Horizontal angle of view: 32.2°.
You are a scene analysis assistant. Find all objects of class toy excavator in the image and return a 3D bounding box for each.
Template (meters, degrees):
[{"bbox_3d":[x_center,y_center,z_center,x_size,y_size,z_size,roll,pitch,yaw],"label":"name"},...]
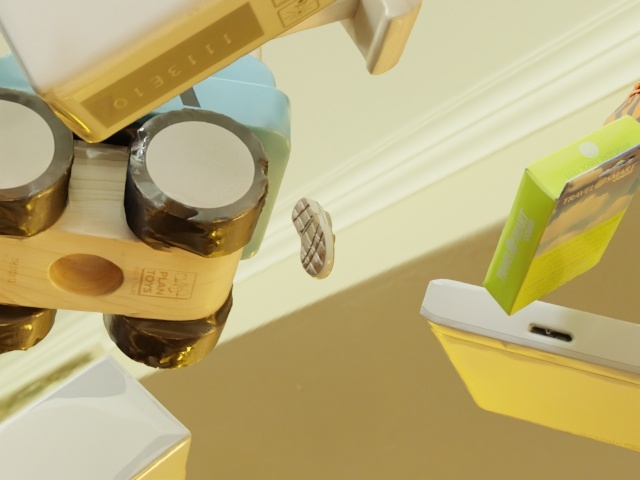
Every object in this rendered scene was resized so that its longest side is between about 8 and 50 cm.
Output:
[{"bbox_3d":[-0.110,-0.130,0.973,0.222,0.433,0.445,111,-19,-53],"label":"toy excavator"}]

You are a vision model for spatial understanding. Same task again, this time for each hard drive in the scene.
[{"bbox_3d":[0.243,0.137,1.100,0.233,0.047,0.353,13,-16,20],"label":"hard drive"}]

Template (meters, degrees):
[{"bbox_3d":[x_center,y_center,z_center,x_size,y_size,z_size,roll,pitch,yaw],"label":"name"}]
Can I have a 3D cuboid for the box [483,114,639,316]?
[{"bbox_3d":[0.195,-0.022,0.865,0.042,0.109,0.178,51,-26,26],"label":"box"}]

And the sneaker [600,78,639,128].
[{"bbox_3d":[0.471,-0.231,1.561,0.124,0.321,0.180,7,-68,27],"label":"sneaker"}]

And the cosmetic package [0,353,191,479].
[{"bbox_3d":[-0.373,0.354,1.265,0.161,0.453,0.230,41,-39,20],"label":"cosmetic package"}]

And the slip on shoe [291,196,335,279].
[{"bbox_3d":[0.000,0.000,1.290,0.051,0.041,0.135,-53,-150,20],"label":"slip on shoe"}]

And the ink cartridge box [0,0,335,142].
[{"bbox_3d":[-0.034,-0.208,0.427,0.239,0.275,0.060,59,0,15],"label":"ink cartridge box"}]
